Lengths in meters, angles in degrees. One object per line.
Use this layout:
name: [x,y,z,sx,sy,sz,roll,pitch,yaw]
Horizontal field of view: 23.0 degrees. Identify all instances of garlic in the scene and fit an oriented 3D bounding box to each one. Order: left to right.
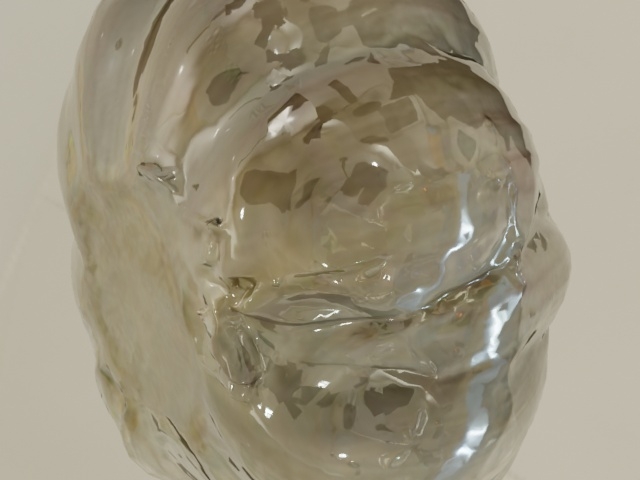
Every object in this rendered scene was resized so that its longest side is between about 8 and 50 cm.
garlic: [-0.002,-0.003,0.541,0.228,0.152,0.228,32,127,55]
